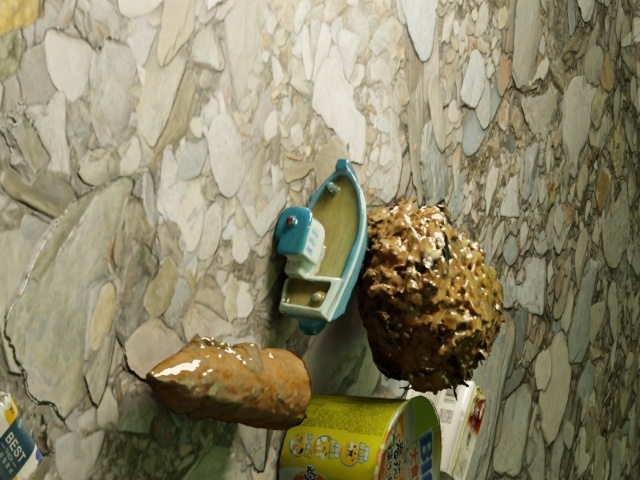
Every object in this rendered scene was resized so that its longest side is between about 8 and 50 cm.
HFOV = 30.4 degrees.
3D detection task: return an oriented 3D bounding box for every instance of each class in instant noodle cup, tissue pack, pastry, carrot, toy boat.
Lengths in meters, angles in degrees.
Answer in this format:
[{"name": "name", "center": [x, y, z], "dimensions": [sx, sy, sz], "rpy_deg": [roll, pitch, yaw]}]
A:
[{"name": "instant noodle cup", "center": [0.048, 0.281, 1.501], "dimensions": [0.205, 0.153, 0.205], "rpy_deg": [-28, 122, -58]}, {"name": "tissue pack", "center": [0.179, 0.290, 1.795], "dimensions": [0.099, 0.106, 0.148], "rpy_deg": [53, 51, -52]}, {"name": "pastry", "center": [0.142, 0.065, 1.514], "dimensions": [0.275, 0.193, 0.274], "rpy_deg": [170, -90, -90]}, {"name": "tissue pack", "center": [-0.275, 0.174, 0.989], "dimensions": [0.062, 0.042, 0.083], "rpy_deg": [-53, 140, -40]}, {"name": "carrot", "center": [-0.104, 0.153, 1.252], "dimensions": [0.263, 0.102, 0.101], "rpy_deg": [17, 81, -60]}, {"name": "toy boat", "center": [0.000, 0.000, 1.417], "dimensions": [0.102, 0.088, 0.215], "rpy_deg": [45, 58, -52]}]
